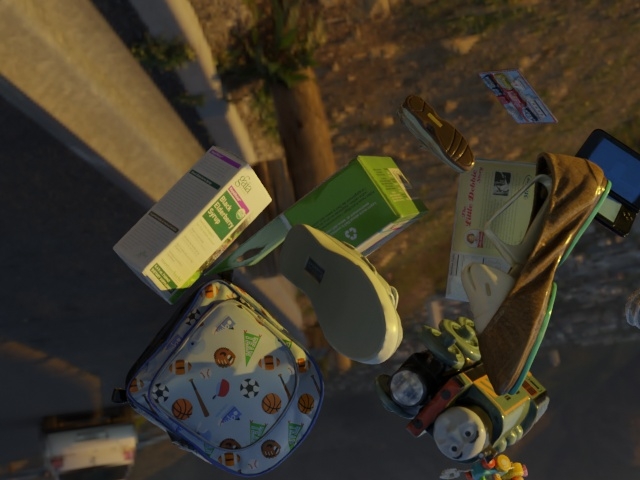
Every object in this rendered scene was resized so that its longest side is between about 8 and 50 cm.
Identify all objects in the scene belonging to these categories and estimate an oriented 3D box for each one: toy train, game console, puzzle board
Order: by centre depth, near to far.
[{"bbox_3d":[0.208,0.214,1.343,0.142,0.190,0.334,-51,161,16],"label":"toy train"},{"bbox_3d":[0.251,0.374,1.445,0.125,0.046,0.166,-25,149,16],"label":"toy train"},{"bbox_3d":[0.486,-0.097,1.597,0.124,0.144,0.085,-49,171,-46],"label":"game console"},{"bbox_3d":[0.334,-0.242,1.612,0.128,0.011,0.096,44,163,-27],"label":"puzzle board"}]

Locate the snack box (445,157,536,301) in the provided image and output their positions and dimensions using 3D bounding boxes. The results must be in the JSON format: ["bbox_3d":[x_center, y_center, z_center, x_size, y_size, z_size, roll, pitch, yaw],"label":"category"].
[{"bbox_3d":[0.390,-0.017,2.112,0.187,0.322,0.060,8,-176,26],"label":"snack box"}]

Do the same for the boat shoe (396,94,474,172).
[{"bbox_3d":[0.225,-0.202,1.882,0.068,0.190,0.072,-37,175,-34],"label":"boat shoe"}]

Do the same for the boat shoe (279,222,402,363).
[{"bbox_3d":[0.035,0.049,0.936,0.081,0.079,0.227,15,-162,-30],"label":"boat shoe"}]

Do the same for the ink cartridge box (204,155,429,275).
[{"bbox_3d":[0.000,0.000,1.254,0.255,0.097,0.189,-37,173,16],"label":"ink cartridge box"}]

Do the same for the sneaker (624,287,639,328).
[{"bbox_3d":[0.719,0.097,1.807,0.281,0.105,0.115,-35,-143,-11],"label":"sneaker"}]

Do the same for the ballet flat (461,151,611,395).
[{"bbox_3d":[0.258,0.027,1.223,0.124,0.342,0.116,29,165,-1],"label":"ballet flat"}]

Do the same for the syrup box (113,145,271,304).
[{"bbox_3d":[-0.198,-0.027,1.489,0.096,0.237,0.093,31,162,41],"label":"syrup box"}]

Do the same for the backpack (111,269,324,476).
[{"bbox_3d":[-0.128,0.214,1.422,0.276,0.263,0.213,-52,-168,-7],"label":"backpack"}]
